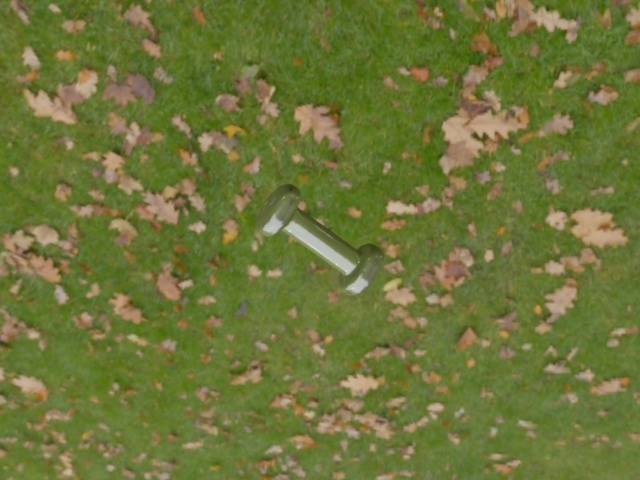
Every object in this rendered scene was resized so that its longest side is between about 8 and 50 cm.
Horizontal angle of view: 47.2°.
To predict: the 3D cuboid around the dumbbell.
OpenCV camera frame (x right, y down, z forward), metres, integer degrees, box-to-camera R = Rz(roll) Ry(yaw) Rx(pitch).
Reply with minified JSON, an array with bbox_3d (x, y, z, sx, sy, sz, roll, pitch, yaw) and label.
[{"bbox_3d":[0.000,0.000,0.643,0.118,0.052,0.046,36,165,-19],"label":"dumbbell"}]
